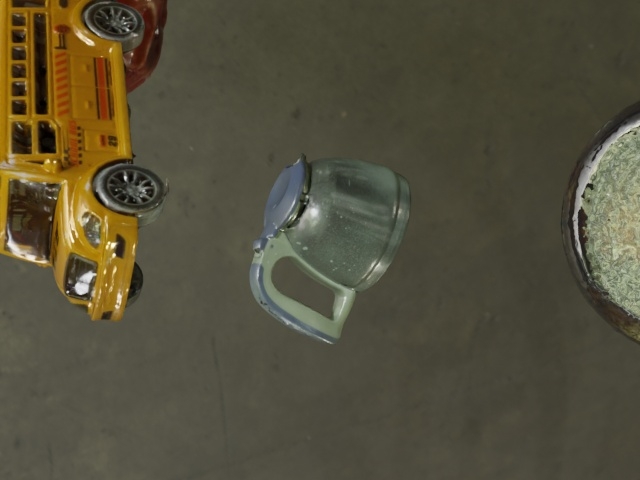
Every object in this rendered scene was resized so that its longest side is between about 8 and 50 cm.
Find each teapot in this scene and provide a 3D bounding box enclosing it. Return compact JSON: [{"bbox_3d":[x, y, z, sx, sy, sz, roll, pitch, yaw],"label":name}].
[{"bbox_3d":[-0.001,-0.006,0.909,0.108,0.111,0.149,22,107,-20],"label":"teapot"}]

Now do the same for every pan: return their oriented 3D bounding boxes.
[{"bbox_3d":[0.168,-0.054,0.437,0.040,0.115,0.212,7,102,-60],"label":"pan"}]

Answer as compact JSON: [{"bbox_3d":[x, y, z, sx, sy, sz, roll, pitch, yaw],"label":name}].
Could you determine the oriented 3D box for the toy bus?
[{"bbox_3d":[-0.115,-0.043,0.492,0.074,0.162,0.069,2,139,-18],"label":"toy bus"}]

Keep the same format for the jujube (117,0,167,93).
[{"bbox_3d":[-0.241,-0.213,0.926,0.230,0.155,0.155,24,111,-2],"label":"jujube"}]
